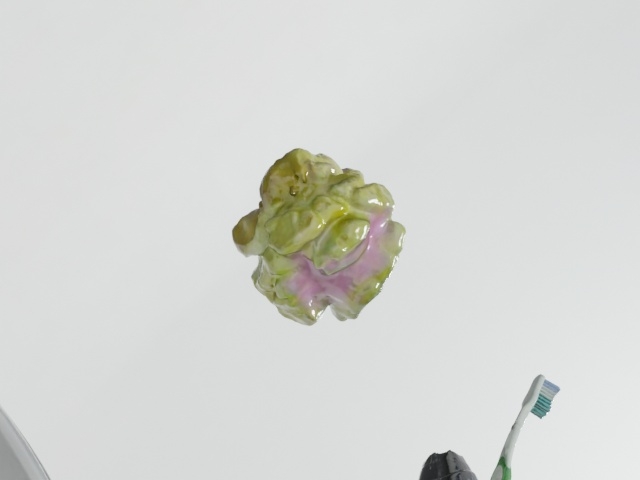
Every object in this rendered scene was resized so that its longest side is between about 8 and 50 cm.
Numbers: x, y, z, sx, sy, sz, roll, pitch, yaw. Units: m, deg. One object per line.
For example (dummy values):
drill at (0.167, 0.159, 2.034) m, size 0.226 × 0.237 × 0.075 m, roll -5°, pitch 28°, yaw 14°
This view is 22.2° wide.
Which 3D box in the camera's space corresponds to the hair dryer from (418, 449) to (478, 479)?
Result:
hair dryer at (0.073, 0.382, 1.982) m, size 0.272 × 0.235 × 0.091 m, roll -10°, pitch 145°, yaw 8°

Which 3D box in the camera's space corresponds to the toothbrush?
toothbrush at (0.168, 0.244, 1.573) m, size 0.304 × 0.030 × 0.030 m, roll -57°, pitch -176°, yaw -38°

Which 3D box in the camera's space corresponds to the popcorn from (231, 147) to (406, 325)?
popcorn at (0.000, 0.000, 1.274) m, size 0.126 × 0.126 × 0.145 m, roll -38°, pitch 159°, yaw -3°

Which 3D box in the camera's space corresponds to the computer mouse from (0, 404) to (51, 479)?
computer mouse at (-0.239, 0.122, 0.876) m, size 0.184 × 0.297 × 0.121 m, roll -37°, pitch -167°, yaw 37°
